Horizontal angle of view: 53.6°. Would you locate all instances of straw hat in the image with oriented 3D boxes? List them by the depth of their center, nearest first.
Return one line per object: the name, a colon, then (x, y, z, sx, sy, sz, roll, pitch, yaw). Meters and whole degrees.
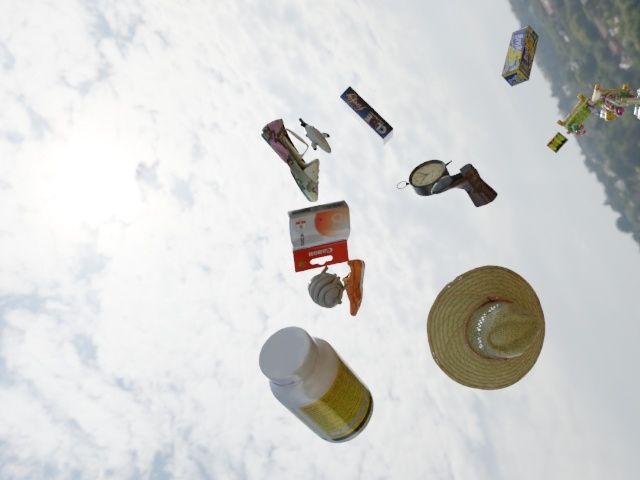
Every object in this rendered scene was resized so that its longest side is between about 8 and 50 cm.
straw hat: (0.188, 0.093, 0.655, 0.144, 0.145, 0.061, 59, 164, -4)

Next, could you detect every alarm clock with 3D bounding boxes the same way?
alarm clock: (0.338, -0.197, 2.066, 0.064, 0.192, 0.129, 57, -145, -37)

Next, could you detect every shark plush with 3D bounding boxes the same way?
shark plush: (-0.027, -0.356, 2.172, 0.161, 0.073, 0.067, 36, -174, 20)

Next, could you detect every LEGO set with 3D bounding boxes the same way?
LEGO set: (0.720, -0.316, 1.619, 0.107, 0.287, 0.132, -111, -2, -59)

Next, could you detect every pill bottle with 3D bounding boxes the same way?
pill bottle: (-0.011, 0.358, 1.585, 0.334, 0.188, 0.187, 54, -157, -42)

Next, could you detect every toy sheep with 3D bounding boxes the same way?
toy sheep: (0.016, 0.117, 1.496, 0.091, 0.091, 0.132, 45, 176, -31)

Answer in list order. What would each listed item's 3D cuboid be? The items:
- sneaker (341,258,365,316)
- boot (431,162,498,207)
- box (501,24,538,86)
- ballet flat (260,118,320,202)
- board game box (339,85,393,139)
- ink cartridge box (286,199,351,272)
sneaker: (0.094, 0.136, 1.849, 0.064, 0.068, 0.175, -77, -10, -79)
boot: (0.307, -0.099, 1.343, 0.114, 0.106, 0.037, 40, -149, -35)
box: (0.560, -0.517, 1.774, 0.054, 0.059, 0.168, 35, -118, -30)
ballet flat: (-0.052, -0.193, 1.510, 0.221, 0.079, 0.077, 54, -162, -12)
board game box: (0.133, -0.345, 1.779, 0.165, 0.042, 0.243, 44, -173, 2)
ink cartridge box: (0.000, 0.000, 1.512, 0.045, 0.146, 0.179, -117, 18, -58)
